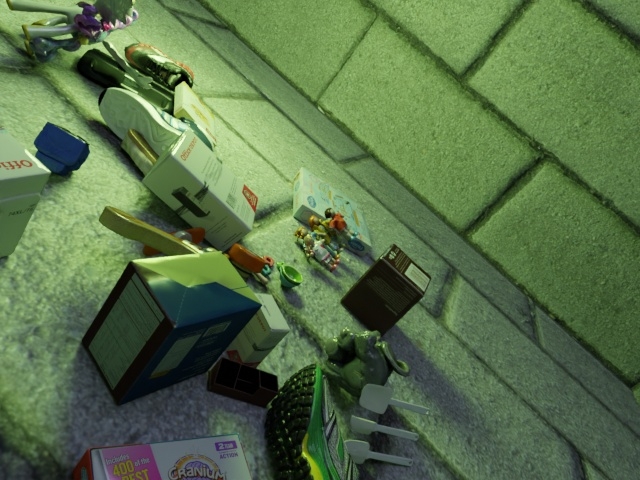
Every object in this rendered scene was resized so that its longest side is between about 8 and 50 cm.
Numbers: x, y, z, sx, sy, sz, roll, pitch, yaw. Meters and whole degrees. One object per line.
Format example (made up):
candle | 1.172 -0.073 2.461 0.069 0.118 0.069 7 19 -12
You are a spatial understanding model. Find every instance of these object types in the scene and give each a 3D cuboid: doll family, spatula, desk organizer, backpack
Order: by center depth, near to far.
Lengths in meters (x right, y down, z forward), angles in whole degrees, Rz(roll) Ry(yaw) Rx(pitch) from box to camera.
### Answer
desk organizer | -0.148 0.274 0.907 0.130 0.050 0.047 27 27 -26
spatula | 0.147 0.403 1.004 0.242 0.168 0.019 27 -10 -34
backpack | -0.576 -0.198 1.042 0.098 0.101 0.120 36 -8 -18
doll family | 0.000 0.000 1.548 0.163 0.118 0.263 44 42 -7

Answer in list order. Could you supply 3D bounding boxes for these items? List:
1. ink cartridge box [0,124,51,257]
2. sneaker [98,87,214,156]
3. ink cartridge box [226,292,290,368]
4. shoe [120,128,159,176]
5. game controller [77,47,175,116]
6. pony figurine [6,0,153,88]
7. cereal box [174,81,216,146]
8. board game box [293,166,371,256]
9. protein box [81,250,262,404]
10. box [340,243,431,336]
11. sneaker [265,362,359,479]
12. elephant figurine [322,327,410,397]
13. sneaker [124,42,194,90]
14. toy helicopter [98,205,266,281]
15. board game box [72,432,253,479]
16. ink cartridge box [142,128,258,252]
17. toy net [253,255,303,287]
ink cartridge box | -0.611 -0.105 0.710 0.270 0.197 0.198 42 24 4
sneaker | -0.471 -0.333 1.412 0.323 0.130 0.236 33 15 -4
ink cartridge box | -0.136 0.188 0.966 0.056 0.135 0.099 11 37 -48
shoe | -0.460 -0.204 1.277 0.219 0.058 0.076 49 7 6
game controller | -0.634 -0.519 1.567 0.319 0.067 0.166 25 42 -28
pony figurine | -0.677 -0.630 1.386 0.363 0.302 0.351 -23 58 -29
cereal box | -0.435 -0.435 1.641 0.173 0.047 0.240 50 13 -40
board game box | 0.040 -0.115 1.820 0.318 0.066 0.318 31 26 -20
protein box | -0.250 0.141 0.803 0.136 0.201 0.200 50 26 20
box | 0.202 0.150 1.435 0.167 0.203 0.168 42 24 6
sneaker | -0.010 0.386 0.854 0.146 0.134 0.343 33 33 -31
elephant figurine | 0.132 0.301 1.147 0.239 0.169 0.186 27 66 -48
sneaker | -0.595 -0.644 1.769 0.276 0.097 0.135 19 29 -41
toy helicopter | -0.307 0.010 1.013 0.355 0.140 0.235 33 0 -43
board game box | -0.172 0.420 0.607 0.242 0.064 0.316 16 34 -42
ink cartridge box | -0.302 -0.132 1.226 0.273 0.114 0.197 47 20 -25
toy net | -0.156 0.065 1.259 0.232 0.045 0.122 20 32 -37
